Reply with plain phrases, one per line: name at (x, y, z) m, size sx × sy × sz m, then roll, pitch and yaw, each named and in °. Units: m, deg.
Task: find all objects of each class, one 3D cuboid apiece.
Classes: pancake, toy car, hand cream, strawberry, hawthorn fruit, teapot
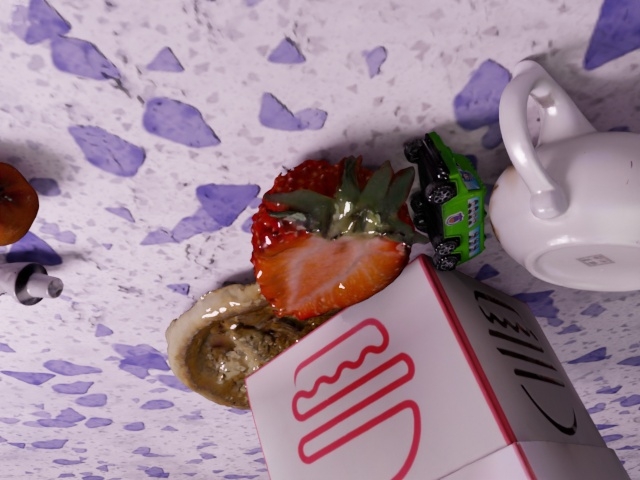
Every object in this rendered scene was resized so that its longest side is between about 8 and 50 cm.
pancake at (-0.039, 0.148, 0.883) m, size 0.356 × 0.065 × 0.356 m, roll -4°, pitch 139°, yaw -4°
toy car at (0.129, -0.039, 0.639) m, size 0.062 × 0.071 × 0.165 m, roll -21°, pitch 143°, yaw 0°
hand cream at (-0.419, 0.060, 0.755) m, size 0.256 × 0.050 × 0.084 m, roll -8°, pitch 143°, yaw 18°
strawberry at (0.014, 0.003, 0.666) m, size 0.174 × 0.098 × 0.228 m, roll 0°, pitch 148°, yaw -3°
hawthorn fruit at (-0.316, -0.029, 0.611) m, size 0.081 × 0.081 × 0.093 m, roll 14°, pitch 154°, yaw -23°
teapot at (0.257, -0.039, 0.587) m, size 0.204 × 0.139 × 0.298 m, roll -6°, pitch 154°, yaw 44°

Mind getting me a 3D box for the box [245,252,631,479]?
box at (0.138, 0.244, 0.763) m, size 0.312 × 0.300 × 0.314 m, roll -38°, pitch 143°, yaw 24°
